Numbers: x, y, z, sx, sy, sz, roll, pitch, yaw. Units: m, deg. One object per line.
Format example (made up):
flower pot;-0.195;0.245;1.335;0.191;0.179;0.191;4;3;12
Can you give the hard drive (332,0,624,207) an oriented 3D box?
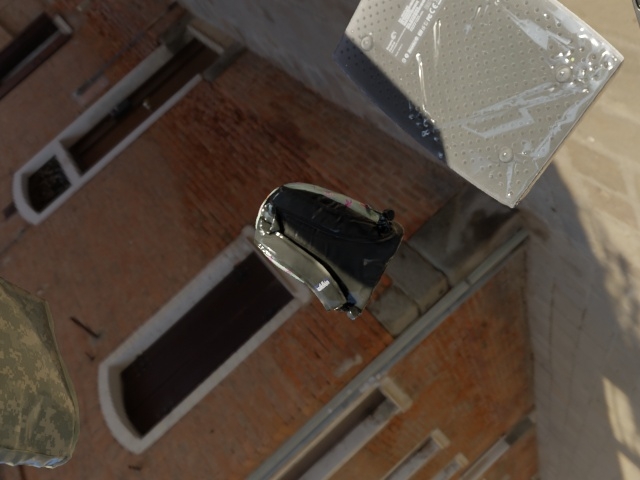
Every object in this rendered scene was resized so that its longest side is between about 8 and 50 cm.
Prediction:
hard drive;0.138;-0.170;0.637;0.054;0.172;0.255;-10;-132;-49

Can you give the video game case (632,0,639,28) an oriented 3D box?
video game case;0.495;-0.422;0.912;0.035;0.274;0.248;9;130;60

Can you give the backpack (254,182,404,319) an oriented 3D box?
backpack;0.000;0.000;0.896;0.182;0.152;0.115;27;180;-2

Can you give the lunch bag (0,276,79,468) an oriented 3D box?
lunch bag;-0.484;0.197;0.979;0.287;0.168;0.235;59;179;28
